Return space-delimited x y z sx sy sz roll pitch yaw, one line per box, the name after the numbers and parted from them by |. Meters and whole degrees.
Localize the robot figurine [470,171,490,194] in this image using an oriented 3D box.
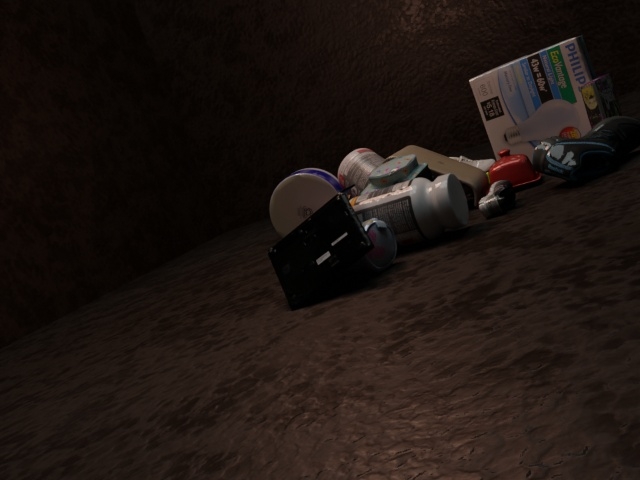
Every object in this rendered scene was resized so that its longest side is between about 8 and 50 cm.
0.490 -0.182 1.967 0.101 0.067 0.115 -5 13 20 | robot figurine

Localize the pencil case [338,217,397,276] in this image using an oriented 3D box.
0.055 0.023 1.478 0.113 0.124 0.273 23 -19 -35 | pencil case

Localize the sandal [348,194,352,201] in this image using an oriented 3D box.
0.101 -0.121 2.216 0.219 0.060 0.090 -55 -2 24 | sandal

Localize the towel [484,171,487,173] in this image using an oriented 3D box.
0.394 -0.215 2.201 0.324 0.056 0.312 0 2 -25 | towel

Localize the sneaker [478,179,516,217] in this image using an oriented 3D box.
0.462 -0.110 1.559 0.074 0.063 0.170 -15 15 41 | sneaker

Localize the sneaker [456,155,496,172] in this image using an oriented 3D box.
0.574 -0.290 2.401 0.212 0.094 0.080 -21 6 -2 | sneaker

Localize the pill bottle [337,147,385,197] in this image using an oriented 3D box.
0.190 -0.168 1.952 0.161 0.161 0.283 -23 38 -19 | pill bottle

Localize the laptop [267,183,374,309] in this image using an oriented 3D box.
0.010 0.005 1.429 0.234 0.264 0.136 -39 -37 17 | laptop

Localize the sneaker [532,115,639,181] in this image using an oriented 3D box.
0.714 -0.220 1.584 0.340 0.125 0.140 -20 35 -17 | sneaker

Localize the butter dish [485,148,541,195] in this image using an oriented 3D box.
0.548 -0.208 1.797 0.159 0.118 0.160 -16 8 25 | butter dish

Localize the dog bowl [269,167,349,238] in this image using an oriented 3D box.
-0.037 -0.109 2.119 0.264 0.265 0.104 -18 10 18 | dog bowl

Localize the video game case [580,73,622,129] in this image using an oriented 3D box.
0.870 -0.392 1.894 0.041 0.210 0.232 -14 10 40 | video game case

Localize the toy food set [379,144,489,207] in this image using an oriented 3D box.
0.342 -0.189 1.840 0.306 0.093 0.219 22 24 16 | toy food set

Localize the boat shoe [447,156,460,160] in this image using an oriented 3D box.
0.465 -0.270 2.571 0.304 0.091 0.109 -10 -30 35 | boat shoe

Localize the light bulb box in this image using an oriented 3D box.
0.755 -0.459 2.111 0.360 0.358 0.225 -18 10 31 | light bulb box

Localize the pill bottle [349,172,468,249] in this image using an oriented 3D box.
0.211 -0.064 1.530 0.278 0.162 0.162 -15 9 30 | pill bottle

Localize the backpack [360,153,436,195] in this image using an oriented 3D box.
0.203 -0.143 1.697 0.188 0.144 0.166 -25 14 33 | backpack
